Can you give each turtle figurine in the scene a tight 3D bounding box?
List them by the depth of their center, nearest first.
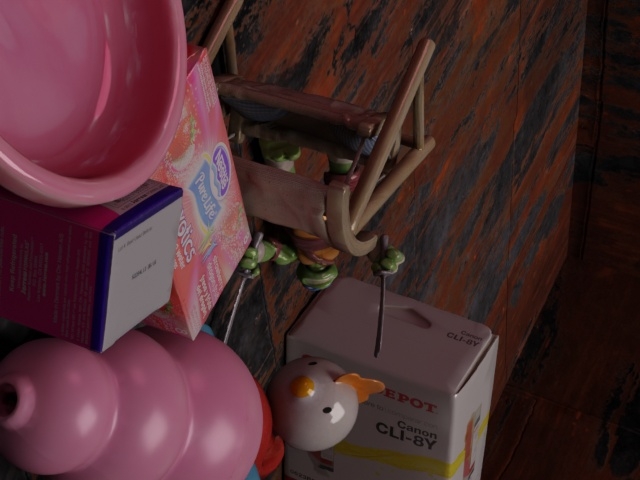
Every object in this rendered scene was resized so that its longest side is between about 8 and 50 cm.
[{"bbox_3d":[0.000,0.000,2.023,0.275,0.197,0.266,-57,153,-47],"label":"turtle figurine"}]

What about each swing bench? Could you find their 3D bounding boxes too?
[{"bbox_3d":[-0.038,-0.109,1.726,0.165,0.253,0.255,85,29,-49],"label":"swing bench"}]

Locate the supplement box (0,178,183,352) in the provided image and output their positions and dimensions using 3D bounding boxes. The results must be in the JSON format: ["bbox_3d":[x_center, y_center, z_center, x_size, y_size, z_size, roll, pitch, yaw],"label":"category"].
[{"bbox_3d":[-0.238,-0.009,1.303,0.111,0.220,0.114,-39,144,-57],"label":"supplement box"}]

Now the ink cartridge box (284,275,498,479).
[{"bbox_3d":[0.097,0.278,2.414,0.160,0.279,0.385,-50,151,-45],"label":"ink cartridge box"}]

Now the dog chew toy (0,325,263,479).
[{"bbox_3d":[-0.204,0.176,1.609,0.332,0.206,0.207,18,89,-57],"label":"dog chew toy"}]

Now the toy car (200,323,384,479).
[{"bbox_3d":[-0.043,0.195,1.883,0.210,0.238,0.219,67,2,-62],"label":"toy car"}]

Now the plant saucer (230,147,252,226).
[{"bbox_3d":[-0.123,-0.010,1.884,0.198,0.036,0.199,22,90,-76],"label":"plant saucer"}]

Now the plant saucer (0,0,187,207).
[{"bbox_3d":[-0.229,-0.183,1.221,0.332,0.084,0.332,28,56,-52],"label":"plant saucer"}]

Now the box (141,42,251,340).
[{"bbox_3d":[-0.178,-0.056,1.536,0.300,0.154,0.142,79,34,-53],"label":"box"}]
